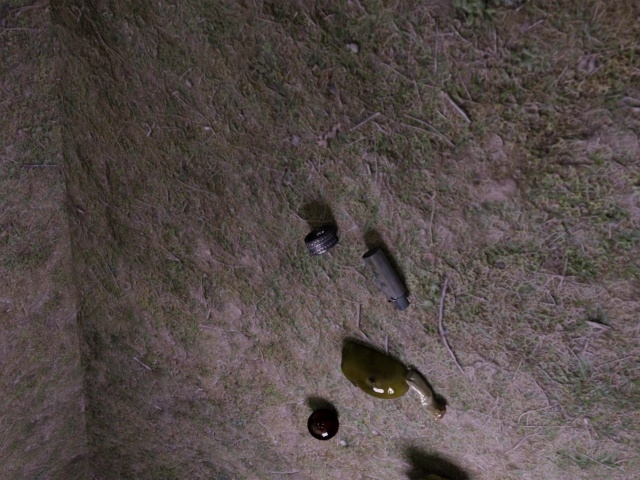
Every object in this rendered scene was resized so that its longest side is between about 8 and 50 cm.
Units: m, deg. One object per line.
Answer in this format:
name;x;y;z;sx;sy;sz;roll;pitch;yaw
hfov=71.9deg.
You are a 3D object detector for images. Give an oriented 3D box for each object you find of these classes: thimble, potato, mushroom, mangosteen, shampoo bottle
thimble;0.002;-0.001;1.431;0.104;0.095;0.066;-32;111;0
potato;0.180;0.488;1.575;0.271;0.111;0.160;23;121;15
mushroom;0.365;0.536;1.533;0.202;0.059;0.054;55;141;-2
mangosteen;0.013;0.752;1.799;0.140;0.140;0.140;12;119;22
shampoo bottle;0.213;0.125;1.397;0.072;0.072;0.214;-26;101;35

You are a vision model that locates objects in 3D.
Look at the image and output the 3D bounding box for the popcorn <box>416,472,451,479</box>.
popcorn;0.422;1.016;1.639;0.292;0.237;0.293;9;117;18
